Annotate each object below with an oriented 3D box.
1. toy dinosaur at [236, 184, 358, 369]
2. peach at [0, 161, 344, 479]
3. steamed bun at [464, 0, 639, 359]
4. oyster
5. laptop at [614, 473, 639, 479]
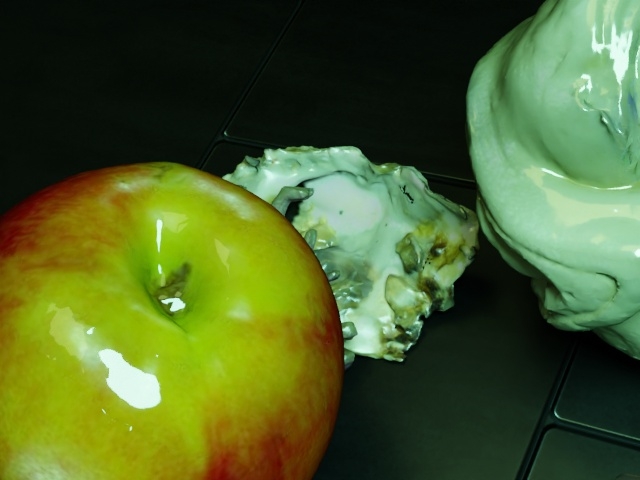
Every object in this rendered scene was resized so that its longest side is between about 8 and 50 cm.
[{"bbox_3d":[-0.081,0.039,1.253,0.251,0.199,0.072,5,12,13],"label":"toy dinosaur"},{"bbox_3d":[-0.162,0.124,1.087,0.388,0.388,0.388,-9,50,12],"label":"peach"},{"bbox_3d":[0.249,-0.072,1.104,0.247,0.352,0.339,4,75,24],"label":"steamed bun"},{"bbox_3d":[0.002,-0.002,1.309,0.354,0.107,0.201,17,92,22],"label":"oyster"},{"bbox_3d":[0.301,0.289,0.976,0.154,0.026,0.207,10,53,-4],"label":"laptop"}]
